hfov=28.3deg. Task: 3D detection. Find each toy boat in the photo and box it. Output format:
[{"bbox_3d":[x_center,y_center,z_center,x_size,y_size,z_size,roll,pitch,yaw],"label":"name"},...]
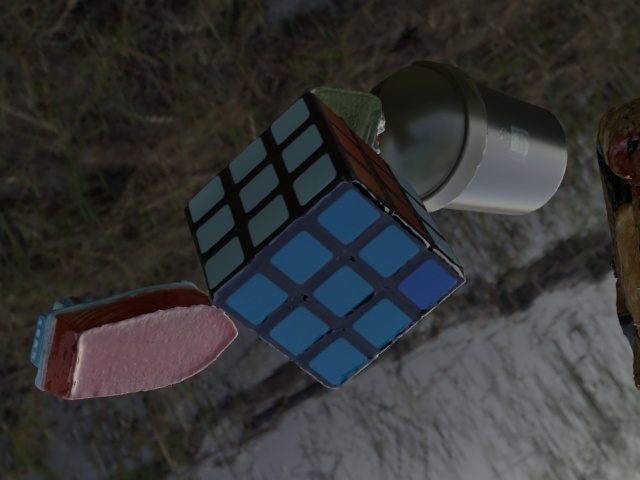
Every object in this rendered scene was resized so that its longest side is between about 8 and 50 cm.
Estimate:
[{"bbox_3d":[-0.260,0.128,1.785,0.332,0.133,0.145,-7,115,-47],"label":"toy boat"}]

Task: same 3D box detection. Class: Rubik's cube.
[{"bbox_3d":[0.000,0.000,1.098,0.162,0.163,0.160,-43,122,11],"label":"Rubik's cube"}]

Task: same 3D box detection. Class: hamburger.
[{"bbox_3d":[0.257,0.008,0.894,0.107,0.230,0.231,-6,149,2],"label":"hamburger"}]

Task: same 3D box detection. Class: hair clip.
[{"bbox_3d":[-0.014,-0.035,1.505,0.321,0.138,0.091,-64,149,-22],"label":"hair clip"}]

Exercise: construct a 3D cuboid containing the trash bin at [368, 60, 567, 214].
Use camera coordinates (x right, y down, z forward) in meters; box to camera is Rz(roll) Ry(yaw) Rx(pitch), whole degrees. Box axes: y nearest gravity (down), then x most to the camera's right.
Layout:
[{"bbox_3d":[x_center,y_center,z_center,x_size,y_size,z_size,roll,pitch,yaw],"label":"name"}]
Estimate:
[{"bbox_3d":[0.186,-0.142,1.828,0.334,0.214,0.214,5,134,-44],"label":"trash bin"}]
